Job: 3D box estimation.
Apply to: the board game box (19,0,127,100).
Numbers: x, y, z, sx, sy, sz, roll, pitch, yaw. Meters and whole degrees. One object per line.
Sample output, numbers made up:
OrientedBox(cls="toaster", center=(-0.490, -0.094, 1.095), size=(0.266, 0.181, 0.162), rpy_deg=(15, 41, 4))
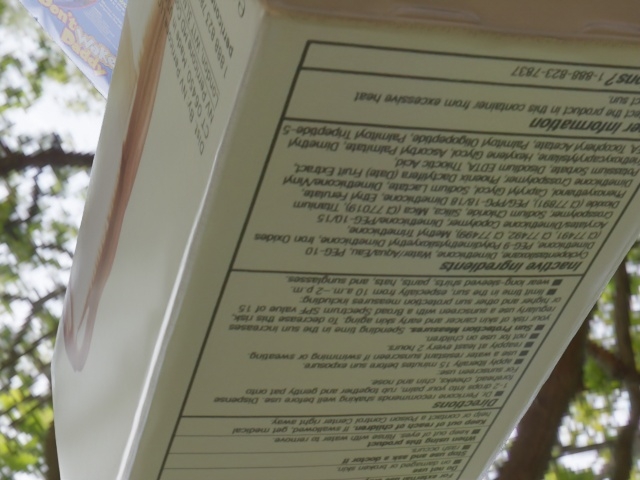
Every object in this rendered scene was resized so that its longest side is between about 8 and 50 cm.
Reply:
OrientedBox(cls="board game box", center=(-0.199, -0.275, 1.316), size=(0.078, 0.347, 0.233), rpy_deg=(-44, -175, -41))

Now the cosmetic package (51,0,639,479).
OrientedBox(cls="cosmetic package", center=(0.000, 0.000, 0.479), size=(0.153, 0.296, 0.129), rpy_deg=(2, -133, -22))
